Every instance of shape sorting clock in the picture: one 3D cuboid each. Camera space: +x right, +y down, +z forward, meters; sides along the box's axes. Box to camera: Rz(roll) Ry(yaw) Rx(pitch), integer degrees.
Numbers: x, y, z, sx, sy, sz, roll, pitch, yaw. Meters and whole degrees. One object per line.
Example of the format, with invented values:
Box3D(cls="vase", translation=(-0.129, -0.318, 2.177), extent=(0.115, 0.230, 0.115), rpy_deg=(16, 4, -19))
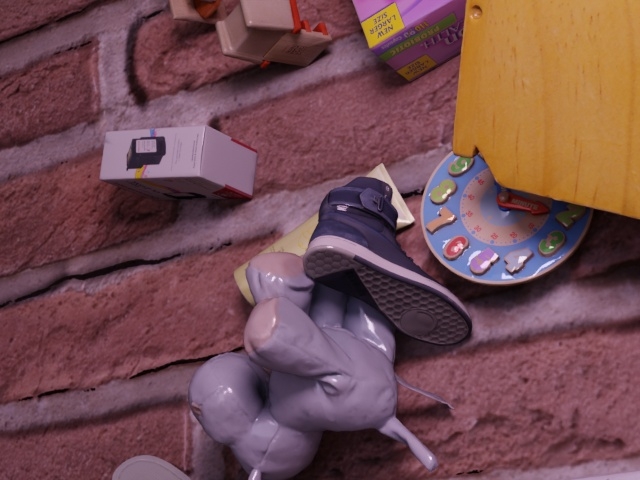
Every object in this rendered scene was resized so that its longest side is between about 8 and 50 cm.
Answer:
Box3D(cls="shape sorting clock", translation=(0.217, -0.043, 1.442), extent=(0.206, 0.040, 0.206), rpy_deg=(-8, 59, 13))

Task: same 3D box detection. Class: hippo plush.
Box3D(cls="hippo plush", translation=(-0.021, 0.170, 1.483), extent=(0.294, 0.234, 0.236), rpy_deg=(40, 123, -8))

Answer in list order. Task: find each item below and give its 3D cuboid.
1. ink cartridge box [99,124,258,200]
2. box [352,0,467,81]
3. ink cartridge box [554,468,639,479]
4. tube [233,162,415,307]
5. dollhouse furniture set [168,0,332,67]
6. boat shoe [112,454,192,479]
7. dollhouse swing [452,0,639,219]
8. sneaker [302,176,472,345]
Box3D(cls="ink cartridge box", translation=(-0.194, -0.103, 1.679), extent=(0.175, 0.127, 0.072), rpy_deg=(-1, 78, 32))
Box3D(cls="box", translation=(0.141, -0.368, 1.561), extent=(0.213, 0.117, 0.243), rpy_deg=(-28, 64, 22))
Box3D(cls="ink cartridge box", translation=(0.229, 0.427, 1.303), extent=(0.324, 0.071, 0.330), rpy_deg=(-13, 73, 27))
Box3D(cls="tube", translation=(0.000, 0.000, 1.575), extent=(0.240, 0.070, 0.062), rpy_deg=(-32, 18, 11))
Box3D(cls="dollhouse furniture set", translation=(-0.086, -0.369, 1.676), extent=(0.262, 0.135, 0.259), rpy_deg=(-39, 58, 47))
Box3D(cls="boat shoe", translation=(-0.144, 0.384, 1.530), extent=(0.114, 0.091, 0.302), rpy_deg=(-29, 49, -30))
Box3D(cls="dollhouse swing", translation=(0.379, -0.213, 1.345), extent=(0.346, 0.305, 0.315), rpy_deg=(16, 110, 34))
Box3D(cls="sneaker", translation=(0.092, 0.018, 1.473), extent=(0.086, 0.226, 0.163), rpy_deg=(-47, 19, 35))
